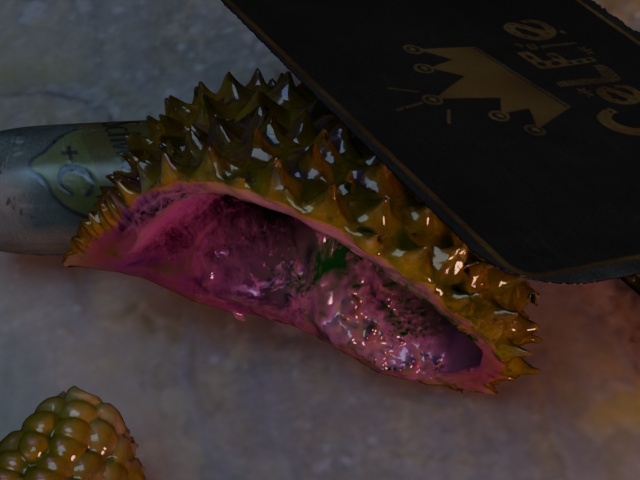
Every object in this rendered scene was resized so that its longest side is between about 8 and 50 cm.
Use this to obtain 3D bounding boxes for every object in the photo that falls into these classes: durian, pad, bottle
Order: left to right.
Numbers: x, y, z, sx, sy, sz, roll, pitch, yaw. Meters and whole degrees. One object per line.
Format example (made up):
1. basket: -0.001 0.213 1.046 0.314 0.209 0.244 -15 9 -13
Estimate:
1. bottle: -0.083 -0.036 1.009 0.269 0.083 0.083 -3 59 11
2. durian: 0.005 -0.013 0.889 0.260 0.186 0.154 20 88 -6
3. pad: 0.139 -0.117 0.918 0.314 0.063 0.375 -9 37 -30

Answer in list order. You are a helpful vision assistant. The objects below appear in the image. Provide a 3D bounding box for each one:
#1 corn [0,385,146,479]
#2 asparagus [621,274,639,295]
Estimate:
1. corn: -0.183 0.241 0.846 0.130 0.130 0.347 9 60 22
2. asparagus: 0.201 0.045 0.914 0.166 0.013 0.016 43 120 34
